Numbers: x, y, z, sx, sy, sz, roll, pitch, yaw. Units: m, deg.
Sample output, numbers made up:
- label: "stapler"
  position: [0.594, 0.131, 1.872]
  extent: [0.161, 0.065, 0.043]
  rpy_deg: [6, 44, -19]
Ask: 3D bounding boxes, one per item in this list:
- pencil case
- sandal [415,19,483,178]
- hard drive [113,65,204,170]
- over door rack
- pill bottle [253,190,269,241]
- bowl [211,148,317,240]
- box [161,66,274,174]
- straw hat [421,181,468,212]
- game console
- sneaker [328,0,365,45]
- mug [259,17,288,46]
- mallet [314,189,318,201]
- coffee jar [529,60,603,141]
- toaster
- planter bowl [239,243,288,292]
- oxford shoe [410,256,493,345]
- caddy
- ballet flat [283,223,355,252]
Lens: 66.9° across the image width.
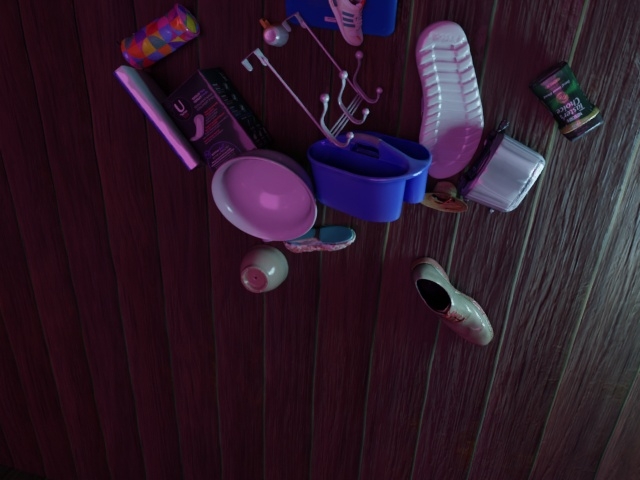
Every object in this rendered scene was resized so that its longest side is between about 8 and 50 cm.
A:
- label: "pencil case"
  position: [-0.459, -0.576, 1.373]
  extent: [0.237, 0.104, 0.104]
  rpy_deg: [-18, 108, 22]
- label: "sandal"
  position: [0.326, -0.356, 1.249]
  extent: [0.170, 0.102, 0.416]
  rpy_deg: [-10, 127, 2]
- label: "hard drive"
  position: [-0.443, -0.351, 1.406]
  extent: [0.040, 0.210, 0.318]
  rpy_deg: [-35, 101, 8]
- label: "over door rack"
  position: [0.000, -0.418, 1.212]
  extent: [0.324, 0.239, 0.108]
  rpy_deg: [40, 142, -11]
- label: "pill bottle"
  position: [-0.175, -0.094, 1.506]
  extent: [0.103, 0.103, 0.184]
  rpy_deg: [-11, 110, 20]
- label: "bowl"
  position: [-0.138, -0.147, 1.344]
  extent: [0.298, 0.134, 0.297]
  rpy_deg: [10, 138, 9]
- label: "box"
  position: [-0.292, -0.339, 1.405]
  extent: [0.165, 0.143, 0.270]
  rpy_deg: [-31, 102, 24]
- label: "straw hat"
  position: [0.349, -0.132, 1.360]
  extent: [0.145, 0.144, 0.061]
  rpy_deg: [14, 79, 9]
- label: "game console"
  position: [0.066, -0.684, 1.215]
  extent: [0.293, 0.173, 0.250]
  rpy_deg: [13, 148, 10]
- label: "sneaker"
  position: [0.081, -0.553, 1.188]
  extent: [0.075, 0.057, 0.161]
  rpy_deg: [1, 141, 36]
- label: "mug"
  position: [-0.132, -0.557, 1.307]
  extent: [0.078, 0.064, 0.062]
  rpy_deg: [22, 118, 6]
- label: "mallet"
  position: [0.047, -0.136, 1.469]
  extent: [0.190, 0.062, 0.039]
  rpy_deg: [-6, 114, 2]
- label: "coffee jar"
  position: [0.605, -0.337, 1.189]
  extent: [0.096, 0.079, 0.184]
  rpy_deg: [-36, 101, 26]
- label: "toaster"
  position: [0.475, -0.184, 1.270]
  extent: [0.147, 0.129, 0.226]
  rpy_deg: [27, 110, -2]
- label: "planter bowl"
  position: [-0.200, 0.107, 1.602]
  extent: [0.162, 0.109, 0.162]
  rpy_deg: [6, 115, 14]
- label: "oxford shoe"
  position: [0.391, 0.212, 1.469]
  extent: [0.348, 0.130, 0.123]
  rpy_deg: [44, 117, -6]
- label: "caddy"
  position: [0.124, -0.194, 1.270]
  extent: [0.341, 0.241, 0.179]
  rpy_deg: [24, 135, 36]
- label: "ballet flat"
  position: [0.000, 0.000, 1.525]
  extent: [0.241, 0.091, 0.077]
  rpy_deg: [0, 144, 20]
